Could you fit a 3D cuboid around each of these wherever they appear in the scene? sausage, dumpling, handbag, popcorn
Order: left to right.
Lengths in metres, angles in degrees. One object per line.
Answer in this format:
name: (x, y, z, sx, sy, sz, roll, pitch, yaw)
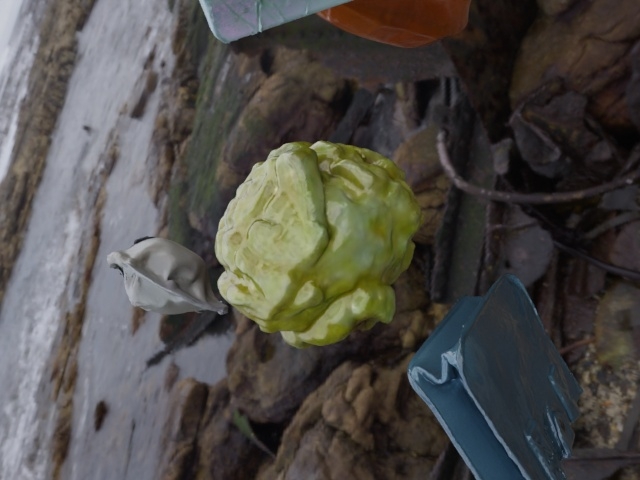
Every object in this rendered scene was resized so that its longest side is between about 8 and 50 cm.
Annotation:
dumpling: (-0.306, 0.076, 1.505, 0.204, 0.292, 0.164, -19, 51, 44)
popcorn: (0.000, 0.000, 0.782, 0.194, 0.256, 0.255, 27, 138, 42)
sausage: (0.084, -0.325, 0.929, 0.133, 0.258, 0.133, -16, 71, 57)
handbag: (0.182, 0.141, 0.676, 0.062, 0.229, 0.179, -35, 87, 31)

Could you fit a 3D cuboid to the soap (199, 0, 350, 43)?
soap: (-0.006, -0.300, 0.676, 0.150, 0.261, 0.094, 77, 171, -55)
